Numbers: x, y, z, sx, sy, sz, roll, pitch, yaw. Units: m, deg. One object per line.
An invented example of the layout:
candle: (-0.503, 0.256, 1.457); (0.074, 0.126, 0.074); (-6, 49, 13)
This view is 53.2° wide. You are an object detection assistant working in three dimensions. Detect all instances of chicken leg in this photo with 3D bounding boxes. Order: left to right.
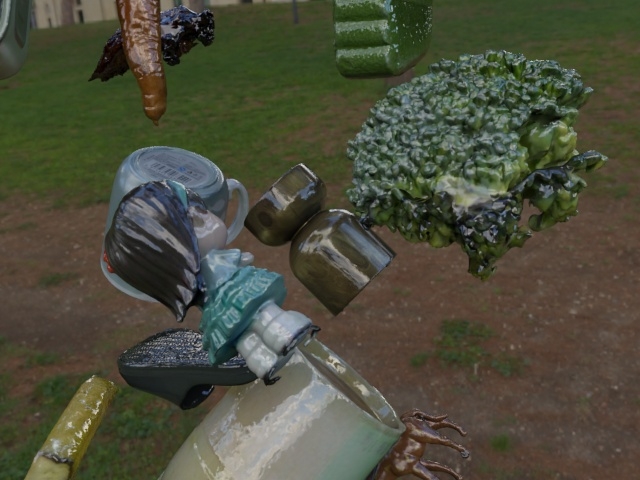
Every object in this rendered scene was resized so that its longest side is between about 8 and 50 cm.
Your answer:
chicken leg: (-0.253, -0.294, 0.953); (0.234, 0.063, 0.105); (-3, 45, 33)

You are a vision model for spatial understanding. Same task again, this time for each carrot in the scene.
carrot: (-0.217, -0.264, 0.773); (0.059, 0.248, 0.059); (-7, 1, 0)

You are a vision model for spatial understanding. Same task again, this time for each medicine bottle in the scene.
medicine bottle: (-0.093, 0.349, 0.934); (0.406, 0.236, 0.236); (-50, 21, 2)

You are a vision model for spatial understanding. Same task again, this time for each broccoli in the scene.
broccoli: (0.210, -0.118, 0.894); (0.272, 0.334, 0.324); (33, -28, -21)

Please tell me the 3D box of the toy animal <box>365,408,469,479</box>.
toy animal: (0.127, 0.396, 1.084); (0.230, 0.224, 0.066); (9, -12, 6)

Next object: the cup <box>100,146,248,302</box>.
cup: (-0.306, -0.056, 1.456); (0.357, 0.274, 0.259); (-15, 45, -42)

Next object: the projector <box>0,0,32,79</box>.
projector: (-0.566, -0.384, 0.931); (0.248, 0.248, 0.249); (5, 4, -19)

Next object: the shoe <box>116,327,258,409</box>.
shoe: (-0.162, 0.177, 0.830); (0.241, 0.093, 0.108); (-4, 18, 32)

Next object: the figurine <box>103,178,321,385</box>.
figurine: (-0.123, 0.045, 0.651); (0.245, 0.138, 0.110); (41, 20, 16)

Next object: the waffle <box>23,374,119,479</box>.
waffle: (-0.372, 0.332, 0.873); (0.055, 0.248, 0.221); (27, 9, -9)

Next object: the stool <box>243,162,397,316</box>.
stool: (0.000, 0.000, 1.278); (0.264, 0.179, 0.179); (45, 30, 6)

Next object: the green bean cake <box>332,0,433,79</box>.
green bean cake: (0.111, -0.392, 1.095); (0.125, 0.222, 0.248); (4, 15, 26)
